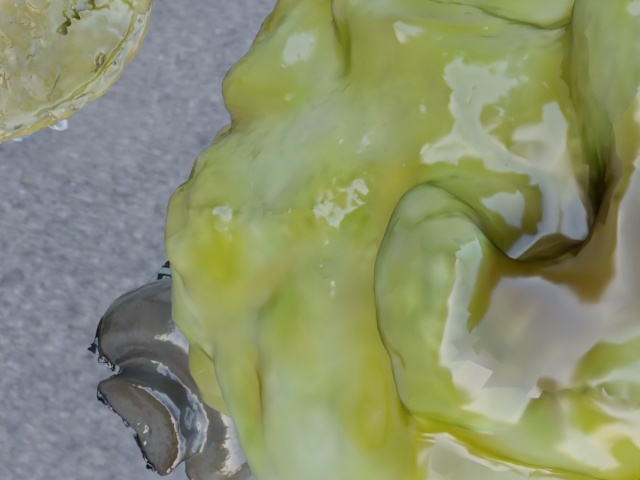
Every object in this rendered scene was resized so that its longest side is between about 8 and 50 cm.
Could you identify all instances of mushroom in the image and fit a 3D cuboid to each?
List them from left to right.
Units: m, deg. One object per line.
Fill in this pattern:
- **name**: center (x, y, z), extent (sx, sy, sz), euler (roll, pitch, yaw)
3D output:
- **mushroom**: center (-0.095, 0.108, 1.095), extent (0.188, 0.117, 0.141), euler (52, 28, -1)

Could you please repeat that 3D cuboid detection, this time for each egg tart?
- **egg tart**: center (-0.330, -0.237, 1.246), extent (0.341, 0.341, 0.132), euler (-48, 157, -23)

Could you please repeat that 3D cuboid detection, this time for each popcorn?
- **popcorn**: center (0.060, 0.030, 0.413), extent (0.195, 0.255, 0.256), euler (-13, 65, -46)

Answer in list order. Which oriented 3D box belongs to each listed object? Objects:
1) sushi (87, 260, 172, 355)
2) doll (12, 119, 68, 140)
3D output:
- **sushi**: center (-0.168, 0.160, 2.026), extent (0.294, 0.292, 0.059), euler (-49, 161, -44)
- **doll**: center (-0.361, -0.212, 1.656), extent (0.241, 0.135, 0.099), euler (-49, 164, -10)
